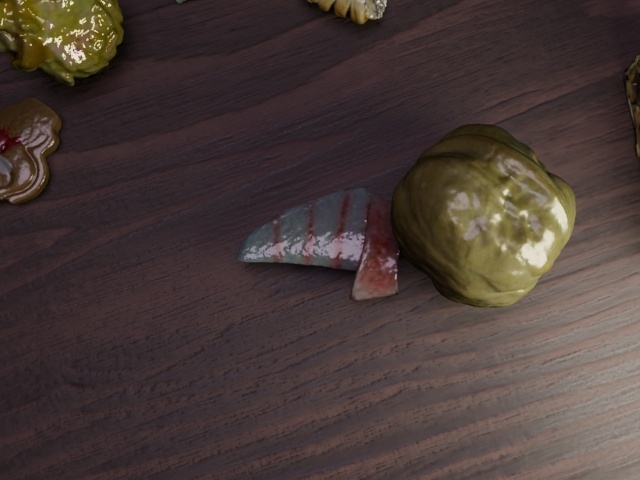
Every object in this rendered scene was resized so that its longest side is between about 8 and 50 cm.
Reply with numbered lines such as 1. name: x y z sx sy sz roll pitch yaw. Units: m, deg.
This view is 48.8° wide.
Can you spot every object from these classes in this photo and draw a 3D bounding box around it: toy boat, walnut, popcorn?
1. toy boat: 0.000 0.000 1.224 0.282 0.096 0.206 3 73 4
2. walnut: 0.260 -0.042 1.135 0.282 0.253 0.277 -41 86 -15
3. popcorn: -0.487 -0.405 1.263 0.259 0.259 0.212 -47 44 -7

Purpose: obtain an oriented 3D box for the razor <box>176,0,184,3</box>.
1. razor: -0.192 -0.500 1.363 0.191 0.037 0.068 -17 79 -1

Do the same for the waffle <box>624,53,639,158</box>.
1. waffle: 0.613 -0.160 1.147 0.114 0.261 0.376 -8 78 6

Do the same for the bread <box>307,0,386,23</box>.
1. bread: 0.045 -0.479 1.325 0.177 0.084 0.119 23 79 7

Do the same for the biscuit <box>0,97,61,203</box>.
1. biscuit: -0.616 -0.132 1.303 0.320 0.047 0.183 -30 76 -3
